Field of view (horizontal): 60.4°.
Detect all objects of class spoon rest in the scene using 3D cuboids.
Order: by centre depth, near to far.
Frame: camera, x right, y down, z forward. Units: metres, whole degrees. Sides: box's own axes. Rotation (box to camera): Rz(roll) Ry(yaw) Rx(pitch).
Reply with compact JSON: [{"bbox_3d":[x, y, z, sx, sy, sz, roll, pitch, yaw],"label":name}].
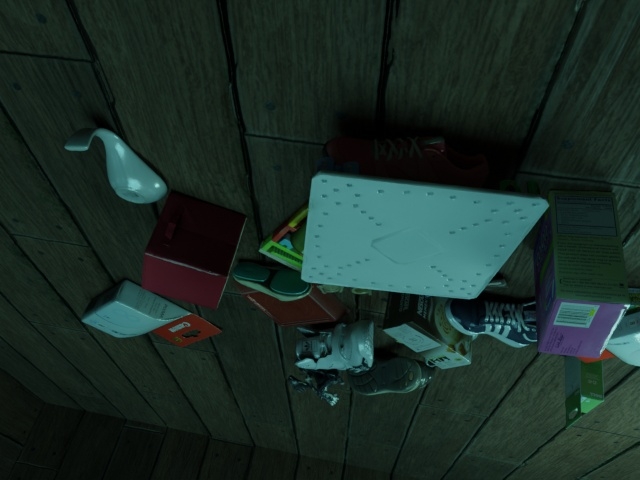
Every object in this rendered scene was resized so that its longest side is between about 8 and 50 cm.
[{"bbox_3d":[-0.440,-0.163,1.211,0.137,0.084,0.276,4,158,17],"label":"spoon rest"}]

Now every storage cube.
[{"bbox_3d":[-0.307,0.029,1.331,0.193,0.184,0.215,17,145,-8],"label":"storage cube"}]

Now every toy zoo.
[{"bbox_3d":[0.000,0.000,1.317,0.192,0.030,0.293,28,143,-20],"label":"toy zoo"}]

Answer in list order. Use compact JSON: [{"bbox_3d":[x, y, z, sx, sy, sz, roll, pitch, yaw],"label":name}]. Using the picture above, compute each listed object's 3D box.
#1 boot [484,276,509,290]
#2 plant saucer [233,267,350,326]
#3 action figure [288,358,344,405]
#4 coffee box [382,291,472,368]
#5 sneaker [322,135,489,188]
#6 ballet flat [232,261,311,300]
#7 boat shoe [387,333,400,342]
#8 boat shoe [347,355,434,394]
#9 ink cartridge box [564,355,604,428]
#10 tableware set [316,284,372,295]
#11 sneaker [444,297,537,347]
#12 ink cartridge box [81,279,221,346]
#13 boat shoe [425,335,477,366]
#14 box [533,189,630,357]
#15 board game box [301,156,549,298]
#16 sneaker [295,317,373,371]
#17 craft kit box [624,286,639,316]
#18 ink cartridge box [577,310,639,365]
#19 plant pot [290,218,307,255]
[{"bbox_3d":[0.389,0.093,1.309,0.114,0.037,0.106,1,157,23],"label":"boot"},{"bbox_3d":[-0.087,0.176,1.588,0.258,0.048,0.258,-11,139,33],"label":"plant saucer"},{"bbox_3d":[0.011,0.463,1.867,0.140,0.164,0.275,28,158,-28],"label":"action figure"},{"bbox_3d":[0.286,0.216,1.431,0.246,0.141,0.098,35,141,-29],"label":"coffee box"},{"bbox_3d":[0.161,-0.150,0.999,0.313,0.116,0.136,14,138,-14],"label":"sneaker"},{"bbox_3d":[-0.121,0.115,1.453,0.248,0.086,0.086,16,151,30],"label":"ballet flat"},{"bbox_3d":[0.243,0.284,1.624,0.135,0.050,0.045,23,139,-14],"label":"boat shoe"},{"bbox_3d":[0.220,0.438,1.769,0.130,0.133,0.355,14,166,-32],"label":"boat shoe"},{"bbox_3d":[0.708,0.396,1.479,0.062,0.209,0.109,12,146,7],"label":"ink cartridge box"},{"bbox_3d":[0.074,0.112,1.433,0.168,0.020,0.141,0,153,-2],"label":"tableware set"},{"bbox_3d":[0.457,0.187,1.364,0.282,0.099,0.153,20,151,-21],"label":"sneaker"},{"bbox_3d":[-0.582,0.293,1.890,0.384,0.091,0.308,35,140,-27],"label":"ink cartridge box"},{"bbox_3d":[0.376,0.310,1.587,0.079,0.081,0.227,22,145,-13],"label":"boat shoe"},{"bbox_3d":[0.486,0.065,1.050,0.117,0.243,0.214,4,146,14],"label":"box"},{"bbox_3d":[0.166,-0.006,1.054,0.389,0.051,0.390,6,149,-2],"label":"board game box"},{"bbox_3d":[0.035,0.310,1.600,0.210,0.138,0.366,4,159,-4],"label":"sneaker"},{"bbox_3d":[0.711,0.196,1.333,0.246,0.061,0.250,4,145,18],"label":"craft kit box"},{"bbox_3d":[0.706,0.258,1.312,0.189,0.066,0.232,31,134,-29],"label":"ink cartridge box"},{"bbox_3d":[-0.015,-0.018,1.208,0.083,0.083,0.079,21,133,-11],"label":"plant pot"}]
